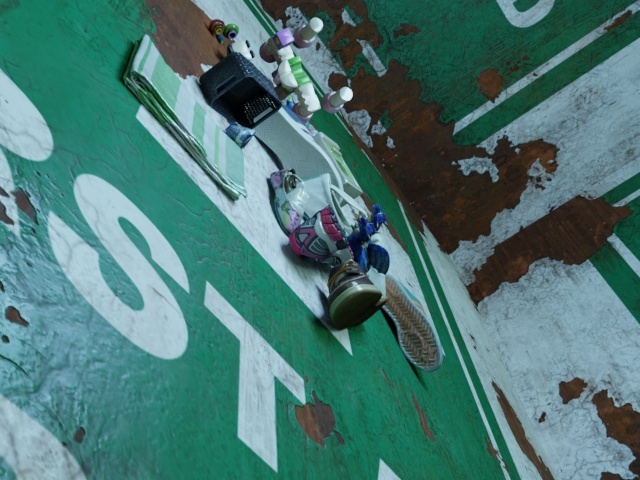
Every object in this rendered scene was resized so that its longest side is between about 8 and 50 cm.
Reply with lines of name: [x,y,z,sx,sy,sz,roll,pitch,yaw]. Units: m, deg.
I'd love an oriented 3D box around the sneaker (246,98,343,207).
sneaker: [-0.052,-0.238,1.957,0.350,0.131,0.148,54,18,-7]

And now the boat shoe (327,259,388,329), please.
boat shoe: [0.059,0.108,1.586,0.123,0.123,0.342,51,8,13]

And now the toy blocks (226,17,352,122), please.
toy blocks: [-0.118,-0.473,2.215,0.288,0.309,0.260,67,-21,-5]

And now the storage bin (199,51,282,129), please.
storage bin: [-0.189,-0.353,1.762,0.084,0.122,0.180,62,14,24]

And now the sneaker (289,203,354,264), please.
sneaker: [0.000,0.000,1.656,0.299,0.112,0.120,57,8,-75]

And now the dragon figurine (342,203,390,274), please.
dragon figurine: [0.109,0.045,1.772,0.144,0.085,0.289,34,-45,57]

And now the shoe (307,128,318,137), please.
shoe: [-0.071,-0.309,2.207,0.178,0.081,0.063,-166,-99,-72]

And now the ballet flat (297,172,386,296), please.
ballet flat: [0.085,-0.007,1.899,0.400,0.139,0.139,52,14,-18]

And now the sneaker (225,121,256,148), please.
sneaker: [-0.185,-0.246,1.679,0.058,0.052,0.135,37,3,-4]

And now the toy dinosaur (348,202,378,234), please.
toy dinosaur: [0.163,-0.059,2.449,0.211,0.064,0.112,60,12,15]

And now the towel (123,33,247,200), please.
towel: [-0.256,-0.243,1.453,0.325,0.038,0.248,49,14,-29]

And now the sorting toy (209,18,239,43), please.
sorting toy: [-0.286,-0.616,2.185,0.102,0.061,0.042,11,43,-40]

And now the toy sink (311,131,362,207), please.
toy sink: [-0.002,-0.211,2.073,0.234,0.131,0.153,60,13,18]

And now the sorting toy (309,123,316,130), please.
sorting toy: [0.003,-0.279,2.479,0.193,0.038,0.208,50,19,-24]

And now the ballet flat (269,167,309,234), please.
ballet flat: [-0.068,-0.104,1.696,0.077,0.079,0.221,48,16,-35]

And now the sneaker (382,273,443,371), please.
sneaker: [0.253,0.224,1.998,0.121,0.108,0.302,27,30,-56]

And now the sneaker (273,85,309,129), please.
sneaker: [-0.102,-0.425,2.411,0.188,0.067,0.078,56,-8,7]
